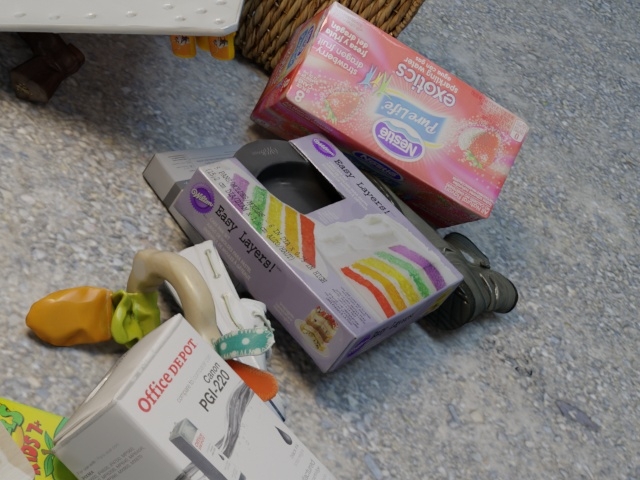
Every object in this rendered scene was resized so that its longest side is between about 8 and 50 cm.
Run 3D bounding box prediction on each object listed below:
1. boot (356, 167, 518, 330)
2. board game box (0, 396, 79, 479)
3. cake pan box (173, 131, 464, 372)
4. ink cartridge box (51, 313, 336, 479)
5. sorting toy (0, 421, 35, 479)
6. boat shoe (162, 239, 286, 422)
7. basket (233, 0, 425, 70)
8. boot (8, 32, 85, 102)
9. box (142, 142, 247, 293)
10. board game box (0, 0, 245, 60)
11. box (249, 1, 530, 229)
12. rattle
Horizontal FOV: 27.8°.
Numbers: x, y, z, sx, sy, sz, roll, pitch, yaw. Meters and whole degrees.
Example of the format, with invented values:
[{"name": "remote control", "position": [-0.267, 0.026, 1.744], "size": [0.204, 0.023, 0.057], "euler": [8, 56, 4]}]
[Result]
[{"name": "boot", "position": [0.130, 0.010, 1.613], "size": [0.246, 0.083, 0.161], "euler": [50, 27, 15]}, {"name": "board game box", "position": [-0.259, 0.184, 1.081], "size": [0.181, 0.043, 0.092], "euler": [22, 38, -21]}, {"name": "cake pan box", "position": [0.000, 0.000, 1.436], "size": [0.267, 0.070, 0.246], "euler": [47, 32, 16]}, {"name": "ink cartridge box", "position": [-0.103, 0.193, 1.114], "size": [0.218, 0.092, 0.158], "euler": [46, 27, -8]}, {"name": "sorting toy", "position": [-0.381, 0.126, 0.952], "size": [0.257, 0.089, 0.255], "euler": [-27, 67, -37]}, {"name": "boat shoe", "position": [-0.085, 0.087, 1.291], "size": [0.076, 0.083, 0.226], "euler": [-33, 65, -7]}, {"name": "basket", "position": [0.030, -0.362, 1.744], "size": [0.223, 0.299, 0.213], "euler": [34, 34, -5]}, {"name": "boot", "position": [-0.337, -0.210, 1.486], "size": [0.106, 0.037, 0.114], "euler": [33, 39, -2]}, {"name": "box", "position": [-0.096, -0.029, 1.477], "size": [0.145, 0.038, 0.186], "euler": [-12, 58, -48]}, {"name": "board game box", "position": [-0.266, -0.326, 1.508], "size": [0.390, 0.050, 0.390], "euler": [2, 38, 4]}, {"name": "box", "position": [0.087, -0.149, 1.619], "size": [0.300, 0.154, 0.142], "euler": [30, 76, -16]}, {"name": "rattle", "position": [-0.151, 0.091, 1.188], "size": [0.143, 0.130, 0.200], "euler": [11, 24, -48]}]
